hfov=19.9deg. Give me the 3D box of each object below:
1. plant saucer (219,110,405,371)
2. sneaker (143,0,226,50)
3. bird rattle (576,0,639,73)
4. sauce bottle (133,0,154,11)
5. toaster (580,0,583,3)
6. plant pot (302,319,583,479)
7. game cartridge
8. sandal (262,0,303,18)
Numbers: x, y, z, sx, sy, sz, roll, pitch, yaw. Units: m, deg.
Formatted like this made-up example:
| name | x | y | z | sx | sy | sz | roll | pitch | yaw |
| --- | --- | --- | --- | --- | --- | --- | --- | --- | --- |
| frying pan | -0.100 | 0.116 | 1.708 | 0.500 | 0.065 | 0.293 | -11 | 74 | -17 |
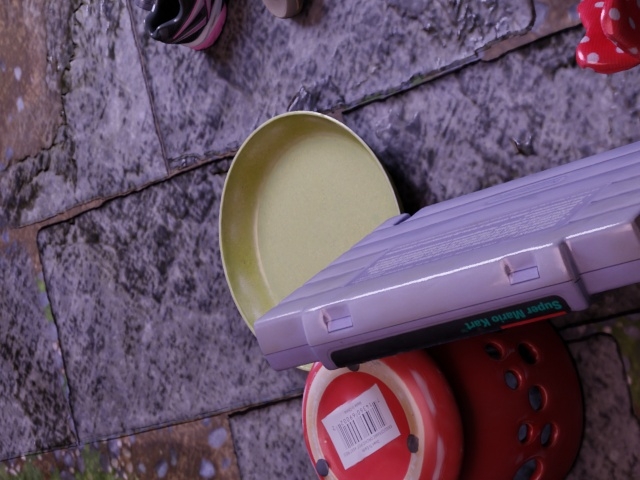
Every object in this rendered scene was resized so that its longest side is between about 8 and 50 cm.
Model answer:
| name | x | y | z | sx | sy | sz | roll | pitch | yaw |
| --- | --- | --- | --- | --- | --- | --- | --- | --- | --- |
| plant saucer | 0.000 | 0.000 | 1.676 | 0.241 | 0.037 | 0.241 | 9 | 103 | 45 |
| sneaker | -0.119 | -0.261 | 1.724 | 0.072 | 0.077 | 0.178 | 30 | 116 | 37 |
| bird rattle | 0.292 | -0.103 | 1.213 | 0.143 | 0.253 | 0.207 | -44 | 44 | 36 |
| sauce bottle | -0.151 | -0.284 | 1.777 | 0.042 | 0.042 | 0.128 | 41 | 123 | 33 |
| toaster | 0.254 | -0.257 | 1.328 | 0.185 | 0.110 | 0.168 | -23 | 81 | 44 |
| plant pot | 0.094 | 0.147 | 1.512 | 0.191 | 0.174 | 0.191 | 11 | 107 | 42 |
| game cartridge | 0.140 | 0.008 | 1.382 | 0.355 | 0.230 | 0.068 | -17 | 107 | 40 |
| sandal | -0.087 | -0.268 | 1.657 | 0.180 | 0.049 | 0.072 | 52 | 162 | -11 |
